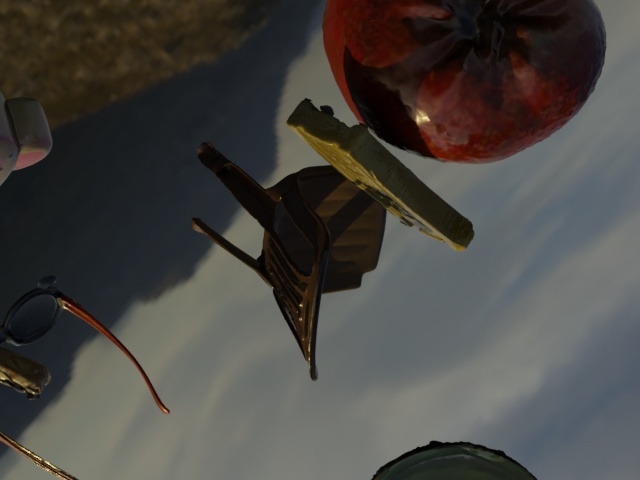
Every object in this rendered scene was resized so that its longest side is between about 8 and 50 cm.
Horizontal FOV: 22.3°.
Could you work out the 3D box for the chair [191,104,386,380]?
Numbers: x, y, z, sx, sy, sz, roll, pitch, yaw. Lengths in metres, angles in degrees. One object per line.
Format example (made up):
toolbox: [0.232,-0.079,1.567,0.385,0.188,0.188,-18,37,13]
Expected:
chair: [0.000,0.000,1.791,0.326,0.183,0.175,48,-39,49]

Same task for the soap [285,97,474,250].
soap: [0.067,-0.061,1.639,0.092,0.252,0.037,30,-95,39]

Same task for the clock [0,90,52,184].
clock: [-0.477,-0.080,1.813,0.309,0.114,0.284,-24,165,20]

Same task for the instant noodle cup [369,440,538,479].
instant noodle cup: [0.149,0.383,1.866,0.340,0.340,0.266,-49,162,-20]

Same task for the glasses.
glasses: [-0.362,0.198,2.256,0.234,0.268,0.118,-45,154,-30]

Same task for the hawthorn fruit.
hawthorn fruit: [0.130,-0.208,1.651,0.275,0.275,0.299,-49,-157,-20]

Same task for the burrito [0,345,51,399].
burrito: [-0.404,0.142,1.959,0.051,0.171,0.042,-44,153,-71]
